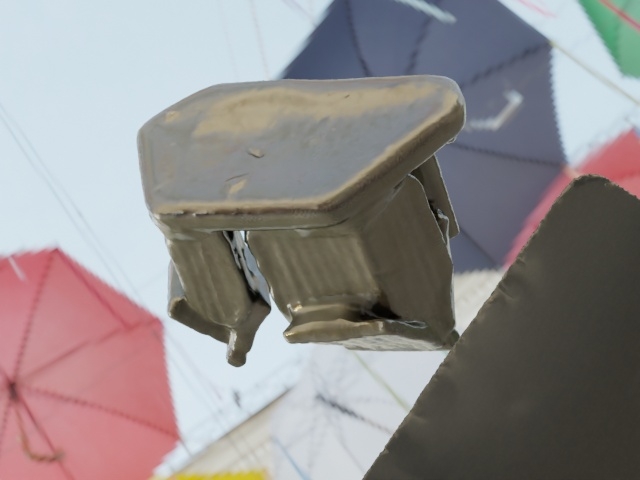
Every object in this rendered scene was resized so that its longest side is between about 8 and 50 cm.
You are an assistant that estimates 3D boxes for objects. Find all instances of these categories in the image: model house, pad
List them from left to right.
[{"bbox_3d":[-0.003,0.000,1.188,0.229,0.122,0.188,-3,-56,23],"label":"model house"},{"bbox_3d":[0.078,0.067,0.552,0.157,0.112,0.003,-55,-29,-1],"label":"pad"}]
